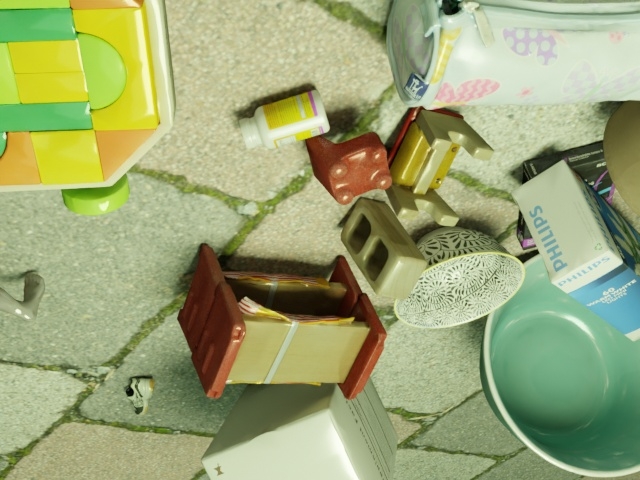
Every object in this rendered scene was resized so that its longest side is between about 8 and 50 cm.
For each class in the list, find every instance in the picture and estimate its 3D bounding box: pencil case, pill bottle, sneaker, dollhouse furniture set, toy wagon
[{"bbox_3d":[0.196,-0.184,0.818,0.273,0.113,0.124,-3,152,-19],"label":"pencil case"},{"bbox_3d":[-0.036,-0.116,0.883,0.083,0.043,0.043,-16,146,2],"label":"pill bottle"},{"bbox_3d":[-0.261,0.221,1.289,0.037,0.032,0.083,11,135,-13],"label":"sneaker"},{"bbox_3d":[0.000,0.000,1.009,0.201,0.152,0.374,8,122,-29],"label":"dollhouse furniture set"},{"bbox_3d":[-0.286,-0.132,0.672,0.344,0.068,0.267,-3,128,-4],"label":"toy wagon"}]

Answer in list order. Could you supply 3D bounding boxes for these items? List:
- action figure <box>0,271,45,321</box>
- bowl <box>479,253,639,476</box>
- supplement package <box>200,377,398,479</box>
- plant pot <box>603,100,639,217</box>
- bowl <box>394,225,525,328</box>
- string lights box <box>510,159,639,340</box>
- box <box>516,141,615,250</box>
[{"bbox_3d":[-0.392,0.041,0.857,0.341,0.179,0.330,-21,155,9],"label":"action figure"},{"bbox_3d":[0.351,0.177,1.271,0.311,0.312,0.163,-7,165,-12],"label":"bowl"},{"bbox_3d":[-0.014,0.279,1.207,0.177,0.175,0.293,-23,-174,12],"label":"supplement package"},{"bbox_3d":[0.425,-0.114,0.920,0.263,0.263,0.229,9,155,-31],"label":"plant pot"},{"bbox_3d":[0.165,0.035,1.145,0.170,0.080,0.170,-11,145,-8],"label":"bowl"},{"bbox_3d":[0.339,0.020,1.093,0.076,0.133,0.259,-33,144,24],"label":"string lights box"},{"bbox_3d":[0.307,-0.054,1.121,0.116,0.029,0.162,-15,145,-1],"label":"box"}]
